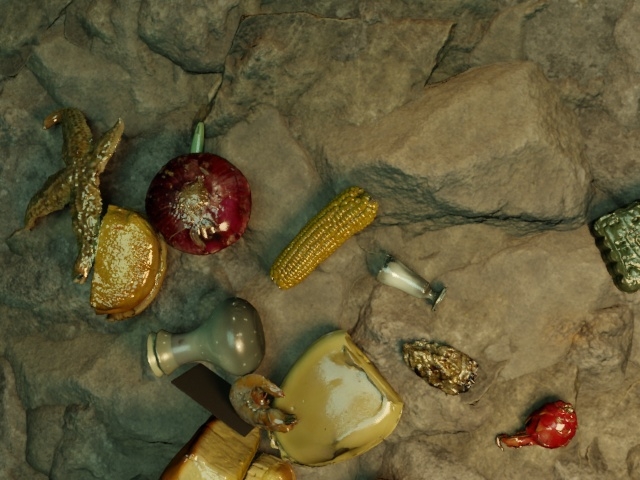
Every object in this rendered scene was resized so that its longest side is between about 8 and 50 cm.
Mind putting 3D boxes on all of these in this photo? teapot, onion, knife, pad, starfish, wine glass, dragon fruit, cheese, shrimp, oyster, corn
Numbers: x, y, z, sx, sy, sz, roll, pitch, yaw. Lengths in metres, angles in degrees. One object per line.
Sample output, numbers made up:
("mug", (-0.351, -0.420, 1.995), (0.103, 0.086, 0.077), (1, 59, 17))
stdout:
("teapot", (-0.258, 0.235, 1.444), (0.250, 0.183, 0.184), (-13, 84, 3))
("onion", (-0.282, -0.082, 1.476), (0.246, 0.190, 0.247), (0, 74, -1))
("knife", (-0.324, -0.151, 1.573), (0.043, 0.020, 0.293), (8, 89, 10))
("pad", (-0.230, 0.364, 1.463), (0.211, 0.143, 0.003), (34, 107, 12))
("starfish", (-0.628, -0.126, 1.563), (0.323, 0.082, 0.432), (9, 85, 30))
("wine glass", (0.205, 0.095, 1.428), (0.155, 0.072, 0.072), (29, 93, 11))
("dragon fruit", (0.469, 0.410, 1.357), (0.190, 0.094, 0.094), (-39, 79, 29))
("cheese", (0.014, 0.382, 1.424), (0.316, 0.128, 0.259), (-45, 69, 8))
("shrimp", (-0.125, 0.360, 1.381), (0.187, 0.051, 0.133), (10, 121, 26))
("oyster", (0.263, 0.276, 1.415), (0.177, 0.056, 0.105), (36, 102, 7))
("corn", (-0.002, -0.004, 1.459), (0.313, 0.102, 0.102), (-40, 80, 7))

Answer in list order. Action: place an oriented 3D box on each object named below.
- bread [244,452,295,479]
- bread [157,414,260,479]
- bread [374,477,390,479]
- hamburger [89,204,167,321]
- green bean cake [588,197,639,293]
("bread", (-0.124, 0.612, 1.426), (0.106, 0.140, 0.236), (10, 89, 15))
("bread", (-0.278, 0.552, 1.372), (0.143, 0.323, 0.333), (32, 92, 3))
("bread", (0.117, 0.625, 1.382), (0.129, 0.134, 0.260), (33, 99, 1))
("hamburger", (-0.449, 0.061, 1.526), (0.156, 0.144, 0.283), (8, 89, 0))
("green bean cake", (0.681, 0.003, 1.322), (0.173, 0.094, 0.181), (-24, 81, 10))
